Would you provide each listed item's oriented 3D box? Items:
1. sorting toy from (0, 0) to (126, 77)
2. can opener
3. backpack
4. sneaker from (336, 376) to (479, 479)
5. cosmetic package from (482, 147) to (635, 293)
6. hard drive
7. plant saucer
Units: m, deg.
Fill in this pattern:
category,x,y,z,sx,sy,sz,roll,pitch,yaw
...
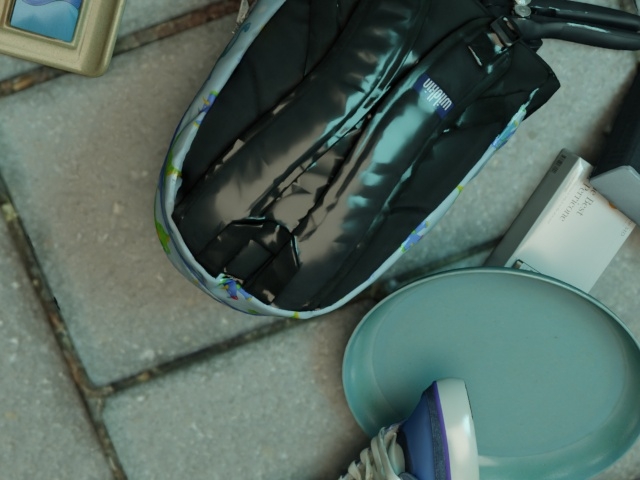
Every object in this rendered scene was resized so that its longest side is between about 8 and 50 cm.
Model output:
category,x,y,z,sx,sy,sz,roll,pitch,yaw
sorting toy,-0.276,-0.327,1.298,0.229,0.041,0.307,14,101,-12
can opener,0.246,-0.223,1.403,0.186,0.073,0.059,-1,65,-12
backpack,0.001,-0.088,1.303,0.290,0.273,0.356,37,69,-15
sneaker,0.030,0.279,1.419,0.236,0.130,0.323,1,125,-5
cosmetic package,0.236,0.031,1.454,0.099,0.060,0.239,31,97,-15
hard drive,0.413,-0.060,1.431,0.254,0.054,0.172,33,71,-16
plant saucer,0.181,0.141,1.420,0.317,0.044,0.318,6,129,7
